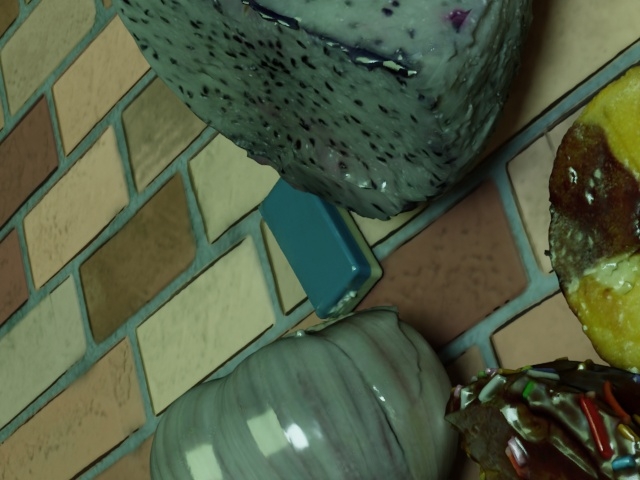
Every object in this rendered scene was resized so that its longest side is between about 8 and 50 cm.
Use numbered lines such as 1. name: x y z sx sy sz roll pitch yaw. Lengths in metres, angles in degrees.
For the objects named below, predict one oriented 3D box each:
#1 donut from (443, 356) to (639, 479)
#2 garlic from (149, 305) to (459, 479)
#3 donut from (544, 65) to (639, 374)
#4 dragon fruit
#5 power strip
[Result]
1. donut: 0.160 0.168 0.792 0.216 0.096 0.230 13 118 51
2. garlic: 0.000 0.159 1.018 0.207 0.207 0.256 37 146 46
3. donut: 0.210 -0.006 0.830 0.166 0.073 0.184 -53 48 28
4. dragon fruit: 0.024 -0.167 0.991 0.283 0.204 0.221 25 71 24
5. power strip: 0.000 0.000 1.106 0.056 0.032 0.123 -54 48 29
